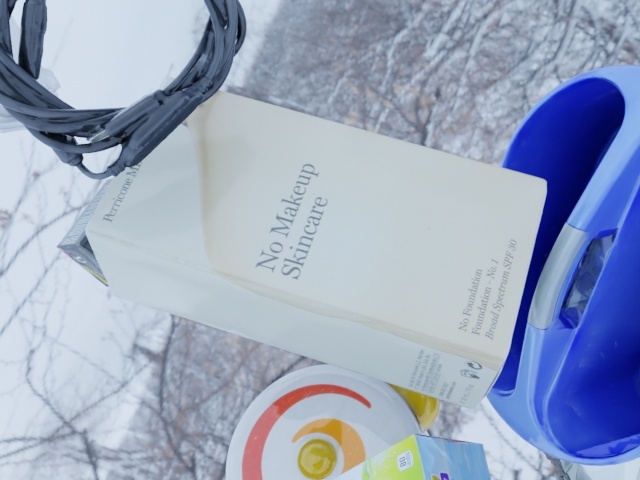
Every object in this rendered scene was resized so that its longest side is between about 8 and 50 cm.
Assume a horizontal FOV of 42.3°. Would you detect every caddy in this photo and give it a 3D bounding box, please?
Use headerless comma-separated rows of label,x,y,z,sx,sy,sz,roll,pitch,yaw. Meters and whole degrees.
caddy,0.249,0.024,0.705,0.241,0.179,0.341,40,-56,45

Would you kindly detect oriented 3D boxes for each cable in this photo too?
cable,-0.136,-0.142,0.552,0.184,0.150,0.047,-48,-169,-13

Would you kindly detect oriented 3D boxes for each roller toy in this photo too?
roller toy,0.016,0.222,0.793,0.146,0.209,0.191,58,28,-60

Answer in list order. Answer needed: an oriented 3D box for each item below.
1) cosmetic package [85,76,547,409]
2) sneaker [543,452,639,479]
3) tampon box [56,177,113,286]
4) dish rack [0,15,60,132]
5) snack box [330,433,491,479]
cosmetic package,0.000,0.000,0.646,0.113,0.309,0.160,94,14,-61
sneaker,0.349,0.237,1.045,0.146,0.330,0.122,-28,168,0
tampon box,-0.352,-0.016,1.444,0.101,0.120,0.161,-5,-133,51
dish rack,-0.576,-0.352,1.428,0.072,0.333,0.285,-29,-173,11
snack box,0.034,0.249,0.545,0.207,0.070,0.174,-43,-136,39
